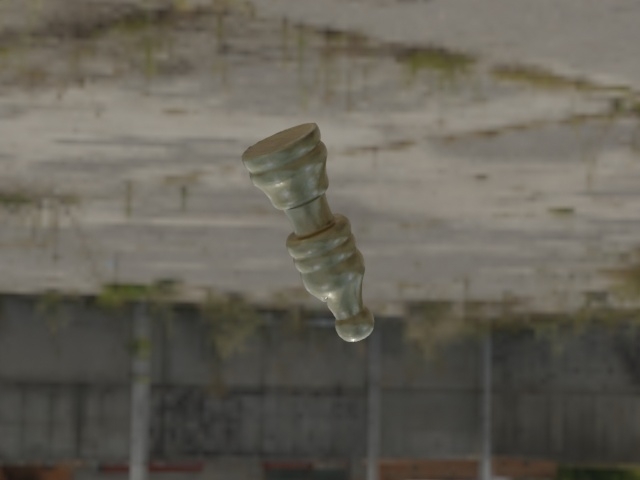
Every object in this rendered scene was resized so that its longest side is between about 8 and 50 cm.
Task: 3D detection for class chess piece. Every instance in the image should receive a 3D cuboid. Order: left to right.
[{"bbox_3d":[0.000,0.000,0.738,0.035,0.092,0.035,-21,-165,6],"label":"chess piece"}]
